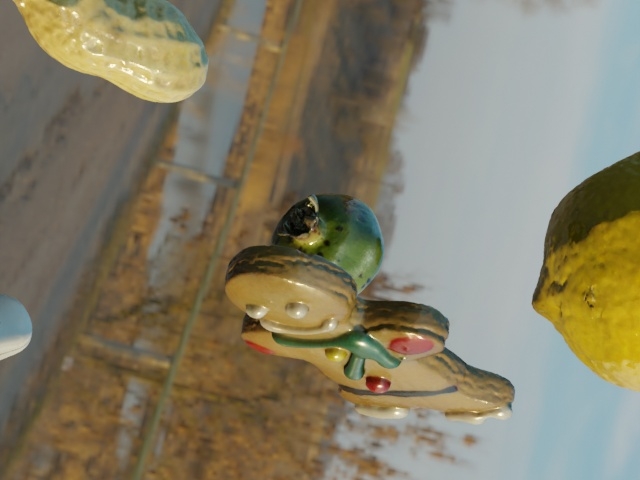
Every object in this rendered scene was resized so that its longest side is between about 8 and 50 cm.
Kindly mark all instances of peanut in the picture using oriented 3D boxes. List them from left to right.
[{"bbox_3d":[-0.290,-0.293,1.878,0.147,0.305,0.147,-42,-144,42],"label":"peanut"}]

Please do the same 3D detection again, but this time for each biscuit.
[{"bbox_3d":[0.026,0.089,1.147,0.301,0.197,0.049,42,51,-46],"label":"biscuit"}]

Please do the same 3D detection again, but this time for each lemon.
[{"bbox_3d":[0.433,0.031,1.655,0.336,0.336,0.336,-167,-90,-89],"label":"lemon"}]

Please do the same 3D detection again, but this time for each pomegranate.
[{"bbox_3d":[0.000,0.000,1.404,0.161,0.122,0.122,51,47,-58],"label":"pomegranate"}]

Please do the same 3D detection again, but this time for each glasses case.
[{"bbox_3d":[-0.414,0.110,1.502,0.076,0.197,0.049,57,-35,27],"label":"glasses case"}]
